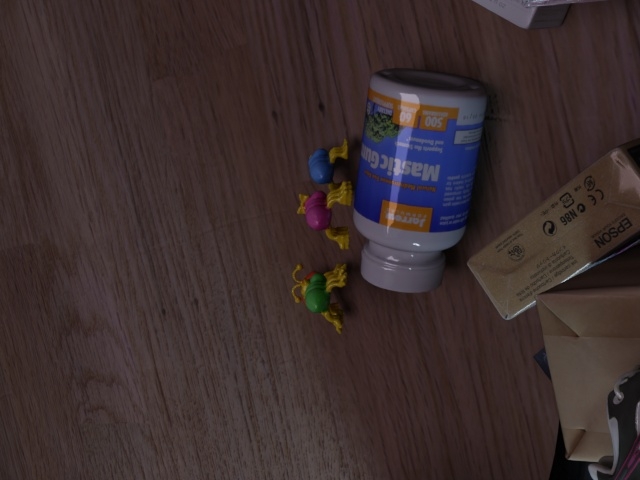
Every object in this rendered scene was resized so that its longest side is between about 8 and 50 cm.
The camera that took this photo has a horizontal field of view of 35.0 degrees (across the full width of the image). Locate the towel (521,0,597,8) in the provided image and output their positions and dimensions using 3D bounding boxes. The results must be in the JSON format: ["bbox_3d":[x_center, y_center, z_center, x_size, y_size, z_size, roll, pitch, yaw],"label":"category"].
[{"bbox_3d":[0.343,-0.416,1.016,0.317,0.053,0.331,-4,100,18],"label":"towel"}]

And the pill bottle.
[{"bbox_3d":[0.122,-0.076,1.318,0.152,0.152,0.272,22,115,37],"label":"pill bottle"}]

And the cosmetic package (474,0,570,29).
[{"bbox_3d":[0.258,-0.371,1.162,0.117,0.085,0.231,37,125,30],"label":"cosmetic package"}]

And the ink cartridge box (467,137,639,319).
[{"bbox_3d":[0.308,-0.023,1.130,0.235,0.193,0.088,-43,74,41],"label":"ink cartridge box"}]

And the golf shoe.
[{"bbox_3d":[0.287,0.122,0.806,0.120,0.105,0.272,31,121,41],"label":"golf shoe"}]

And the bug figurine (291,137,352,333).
[{"bbox_3d":[0.000,0.000,1.440,0.072,0.216,0.279,2,106,-3],"label":"bug figurine"}]

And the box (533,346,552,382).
[{"bbox_3d":[0.320,0.151,1.286,0.067,0.018,0.083,56,131,16],"label":"box"}]

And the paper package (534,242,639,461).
[{"bbox_3d":[0.417,0.084,0.970,0.309,0.325,0.168,-7,97,43],"label":"paper package"}]

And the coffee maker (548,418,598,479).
[{"bbox_3d":[0.323,0.272,1.211,0.120,0.171,0.178,27,118,54],"label":"coffee maker"}]
